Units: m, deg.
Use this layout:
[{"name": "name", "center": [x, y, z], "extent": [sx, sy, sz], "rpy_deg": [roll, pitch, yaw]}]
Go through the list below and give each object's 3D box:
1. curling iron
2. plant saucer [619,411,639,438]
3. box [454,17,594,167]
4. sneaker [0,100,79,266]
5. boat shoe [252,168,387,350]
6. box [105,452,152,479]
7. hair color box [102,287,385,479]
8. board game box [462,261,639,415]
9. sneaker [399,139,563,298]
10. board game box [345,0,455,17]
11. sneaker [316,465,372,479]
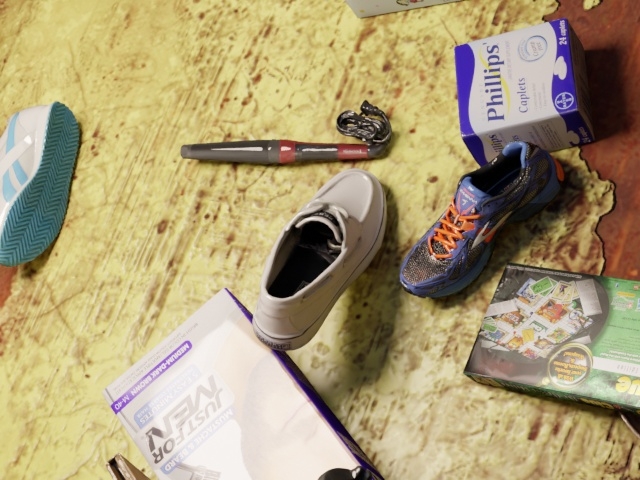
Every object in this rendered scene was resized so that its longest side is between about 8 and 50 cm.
[{"name": "curling iron", "center": [-0.040, -0.117, 2.034], "extent": [0.274, 0.035, 0.068], "rpy_deg": [-7, 58, 22]}, {"name": "plant saucer", "center": [0.389, 0.131, 1.694], "extent": [0.199, 0.036, 0.198], "rpy_deg": [-12, 61, 21]}, {"name": "box", "center": [0.226, -0.164, 1.906], "extent": [0.137, 0.072, 0.126], "rpy_deg": [-13, 59, 20]}, {"name": "sneaker", "center": [-0.375, -0.066, 2.149], "extent": [0.092, 0.087, 0.228], "rpy_deg": [-7, 55, 31]}, {"name": "boat shoe", "center": [0.000, 0.000, 1.871], "extent": [0.096, 0.088, 0.267], "rpy_deg": [23, 50, 17]}, {"name": "box", "center": [-0.136, 0.317, 1.753], "extent": [0.021, 0.201, 0.164], "rpy_deg": [-37, 55, -1]}, {"name": "hair color box", "center": [-0.069, 0.232, 1.824], "extent": [0.185, 0.110, 0.339], "rpy_deg": [-41, 56, 0]}, {"name": "board game box", "center": [0.273, 0.100, 1.736], "extent": [0.260, 0.030, 0.136], "rpy_deg": [9, 66, 44]}, {"name": "sneaker", "center": [0.163, -0.030, 1.857], "extent": [0.221, 0.087, 0.083], "rpy_deg": [-47, 54, -3]}, {"name": "board game box", "center": [0.171, -0.406, 2.046], "extent": [0.303, 0.097, 0.224], "rpy_deg": [-8, 61, 23]}, {"name": "sneaker", "center": [0.086, 0.342, 1.629], "extent": [0.276, 0.098, 0.135], "rpy_deg": [36, 112, 12]}]
